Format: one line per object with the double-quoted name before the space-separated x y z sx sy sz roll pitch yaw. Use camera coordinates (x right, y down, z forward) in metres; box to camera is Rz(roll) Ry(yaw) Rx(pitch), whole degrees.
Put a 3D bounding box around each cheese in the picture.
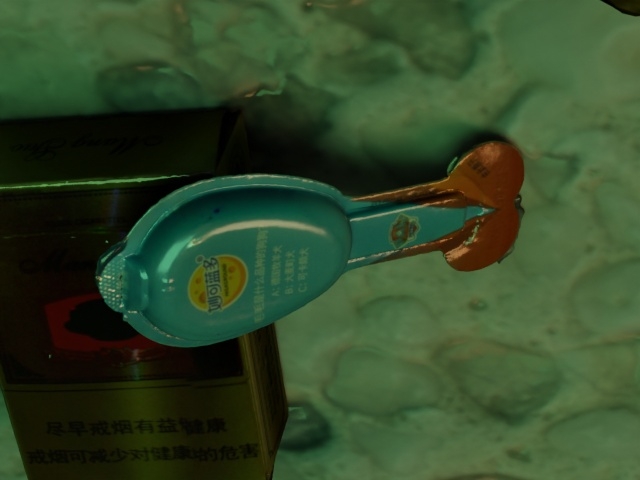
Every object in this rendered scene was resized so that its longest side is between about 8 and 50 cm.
"cheese" 0.000 0.000 1.048 0.256 0.037 0.106 -12 128 -22

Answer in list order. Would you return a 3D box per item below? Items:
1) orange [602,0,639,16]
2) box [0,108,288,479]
"orange" 0.243 -0.208 0.812 0.368 0.210 0.271 18 129 -12
"box" -0.112 0.041 1.121 0.159 0.071 0.240 -1 129 7
